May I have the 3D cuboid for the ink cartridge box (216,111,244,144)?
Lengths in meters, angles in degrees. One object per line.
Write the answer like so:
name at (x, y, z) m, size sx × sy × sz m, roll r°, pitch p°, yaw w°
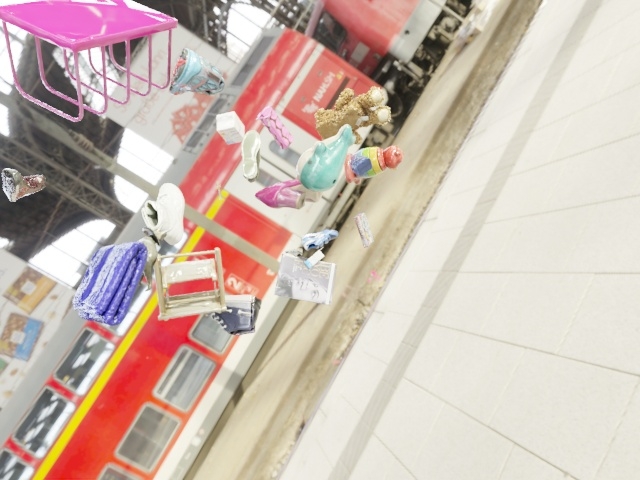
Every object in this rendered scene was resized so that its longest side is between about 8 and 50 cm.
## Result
ink cartridge box at (-0.432, -0.540, 2.197) m, size 0.143 × 0.092 × 0.090 m, roll 53°, pitch -151°, yaw -66°

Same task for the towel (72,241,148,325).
towel at (-0.585, 0.110, 1.256) m, size 0.308 × 0.076 × 0.228 m, roll -4°, pitch 66°, yaw 49°

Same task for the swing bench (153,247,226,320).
swing bench at (-0.510, 0.167, 1.810) m, size 0.165 × 0.253 × 0.255 m, roll -179°, pitch 84°, yaw -76°

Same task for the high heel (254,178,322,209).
high heel at (-0.105, -0.213, 1.845) m, size 0.377 × 0.181 × 0.127 m, roll -38°, pitch -41°, yaw -66°

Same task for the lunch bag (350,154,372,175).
lunch bag at (0.190, -0.358, 2.201) m, size 0.098 × 0.067 × 0.065 m, roll -31°, pitch 37°, yaw -15°

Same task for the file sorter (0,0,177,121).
file sorter at (-0.493, -0.406, 1.014) m, size 0.291 × 0.202 × 0.182 m, roll -50°, pitch -17°, yaw -49°

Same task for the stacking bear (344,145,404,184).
stacking bear at (0.281, -0.400, 2.346) m, size 0.289 × 0.164 × 0.175 m, roll -11°, pitch -2°, yaw 25°

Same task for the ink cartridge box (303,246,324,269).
ink cartridge box at (-0.017, 0.061, 1.562) m, size 0.083 × 0.028 × 0.048 m, roll -40°, pitch -1°, yaw -11°

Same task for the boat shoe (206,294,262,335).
boat shoe at (-0.426, 0.327, 1.995) m, size 0.127 × 0.340 × 0.158 m, roll 56°, pitch -147°, yaw -59°

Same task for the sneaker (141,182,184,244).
sneaker at (-0.637, -0.143, 1.862) m, size 0.108 × 0.169 × 0.292 m, roll -22°, pitch 60°, yaw 9°

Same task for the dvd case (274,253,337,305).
dvd case at (-0.055, 0.150, 1.774) m, size 0.018 × 0.221 × 0.164 m, roll 121°, pitch 160°, yaw -72°

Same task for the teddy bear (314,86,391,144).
teddy bear at (0.145, -0.558, 2.065) m, size 0.338 × 0.245 × 0.113 m, roll -34°, pitch 27°, yaw 26°

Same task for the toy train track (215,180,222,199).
toy train track at (-0.446, -0.217, 2.012) m, size 0.048 × 0.014 × 0.083 m, roll -65°, pitch -34°, yaw -74°

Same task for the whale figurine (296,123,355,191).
whale figurine at (0.040, -0.291, 1.683) m, size 0.272 × 0.141 × 0.216 m, roll -45°, pitch -24°, yaw -1°

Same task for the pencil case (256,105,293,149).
pencil case at (-0.207, -0.521, 2.154) m, size 0.095 × 0.209 × 0.098 m, roll -38°, pitch 39°, yaw 6°

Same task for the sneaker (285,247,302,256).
sneaker at (-0.123, 0.058, 2.142) m, size 0.032 × 0.083 × 0.037 m, roll 165°, pitch 99°, yaw -80°

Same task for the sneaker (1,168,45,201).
sneaker at (-1.314, -0.271, 2.058) m, size 0.162 × 0.106 × 0.281 m, roll -31°, pitch 8°, yaw -38°

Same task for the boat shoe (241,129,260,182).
boat shoe at (-0.299, -0.360, 1.976) m, size 0.069 × 0.081 × 0.228 m, roll 96°, pitch 176°, yaw -73°

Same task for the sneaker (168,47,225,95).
sneaker at (-0.312, -0.403, 1.174) m, size 0.104 × 0.125 × 0.262 m, roll -68°, pitch 24°, yaw 7°

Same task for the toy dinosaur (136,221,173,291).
toy dinosaur at (-0.626, 0.053, 1.630) m, size 0.160 × 0.121 × 0.313 m, roll -55°, pitch 24°, yaw 21°

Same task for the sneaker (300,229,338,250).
sneaker at (0.000, 0.000, 1.741) m, size 0.053 × 0.144 × 0.059 m, roll 76°, pitch 179°, yaw -59°

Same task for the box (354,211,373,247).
box at (0.187, -0.046, 1.963) m, size 0.027 × 0.137 × 0.094 m, roll -16°, pitch 9°, yaw 23°
